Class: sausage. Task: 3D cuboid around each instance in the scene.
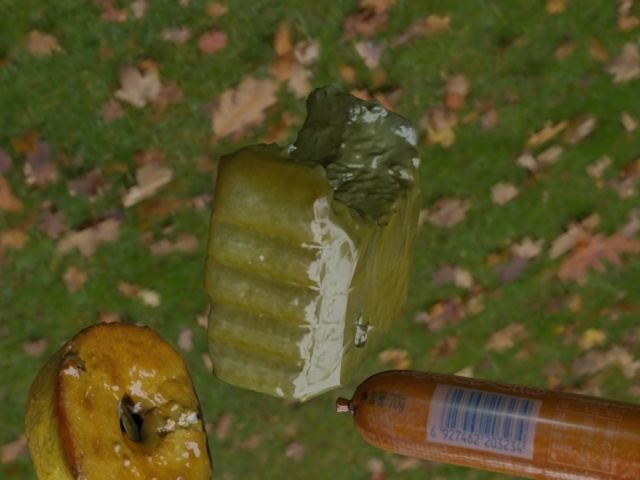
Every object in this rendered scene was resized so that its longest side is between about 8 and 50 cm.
[{"bbox_3d":[0.169,0.117,0.847,0.348,0.053,0.053,7,156,22],"label":"sausage"}]

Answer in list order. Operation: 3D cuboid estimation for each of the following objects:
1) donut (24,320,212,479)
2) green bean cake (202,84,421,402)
[{"bbox_3d":[-0.228,0.217,1.708,0.118,0.253,0.253,-30,152,32],"label":"donut"},{"bbox_3d":[0.000,0.000,1.305,0.236,0.124,0.233,-44,143,-58],"label":"green bean cake"}]
